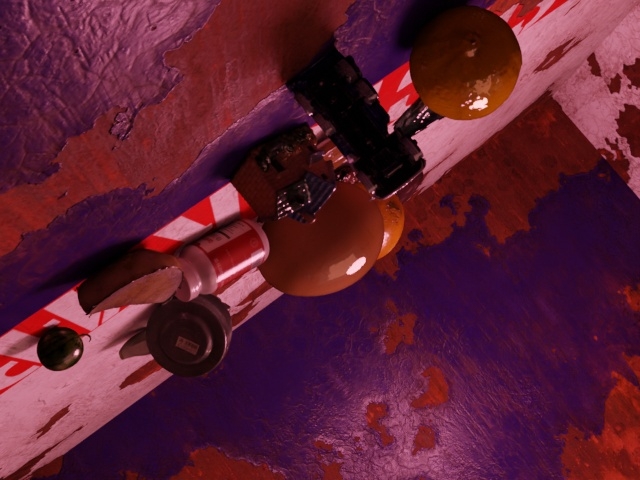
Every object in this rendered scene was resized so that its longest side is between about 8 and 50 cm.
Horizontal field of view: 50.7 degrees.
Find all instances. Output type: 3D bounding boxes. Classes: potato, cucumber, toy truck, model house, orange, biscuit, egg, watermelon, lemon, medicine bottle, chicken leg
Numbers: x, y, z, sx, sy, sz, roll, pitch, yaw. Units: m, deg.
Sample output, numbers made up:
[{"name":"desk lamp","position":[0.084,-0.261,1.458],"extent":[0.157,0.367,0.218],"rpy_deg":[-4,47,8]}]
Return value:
[{"name":"potato","position":[-0.377,0.068,1.373],"extent":[0.138,0.098,0.243],"rpy_deg":[-44,164,19]},{"name":"cucumber","position":[0.304,-0.366,1.947],"extent":[0.193,0.085,0.115],"rpy_deg":[-35,176,34]},{"name":"toy truck","position":[0.070,-0.197,1.218],"extent":[0.124,0.268,0.155],"rpy_deg":[-37,174,2]},{"name":"model house","position":[-0.064,-0.117,1.421],"extent":[0.183,0.172,0.166],"rpy_deg":[-28,169,-46]},{"name":"orange","position":[0.143,-0.063,2.235],"extent":[0.274,0.274,0.274],"rpy_deg":[-37,172,-6]},{"name":"biscuit","position":[0.010,-0.206,1.660],"extent":[0.181,0.049,0.208],"rpy_deg":[-31,170,-37]},{"name":"egg","position":[0.000,0.000,1.865],"extent":[0.374,0.301,0.301],"rpy_deg":[-36,171,-7]},{"name":"watermelon","position":[-0.568,0.234,1.485],"extent":[0.109,0.109,0.109],"rpy_deg":[-37,172,-6]},{"name":"lemon","position":[0.301,-0.366,1.407],"extent":[0.236,0.236,0.263],"rpy_deg":[-38,142,0]},{"name":"medicine bottle","position":[-0.252,0.046,1.656],"extent":[0.250,0.131,0.131],"rpy_deg":[-30,169,-37]},{"name":"chicken leg","position":[0.107,-0.216,2.023],"extent":[0.253,0.051,0.106],"rpy_deg":[-36,167,-30]}]

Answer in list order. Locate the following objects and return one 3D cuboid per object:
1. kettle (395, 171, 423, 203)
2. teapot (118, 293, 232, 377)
[{"name":"kettle","position":[0.284,-0.229,2.478],"extent":[0.232,0.144,0.202],"rpy_deg":[-38,143,-42]},{"name":"teapot","position":[-0.396,0.283,2.019],"extent":[0.321,0.239,0.239],"rpy_deg":[-45,-177,14]}]
